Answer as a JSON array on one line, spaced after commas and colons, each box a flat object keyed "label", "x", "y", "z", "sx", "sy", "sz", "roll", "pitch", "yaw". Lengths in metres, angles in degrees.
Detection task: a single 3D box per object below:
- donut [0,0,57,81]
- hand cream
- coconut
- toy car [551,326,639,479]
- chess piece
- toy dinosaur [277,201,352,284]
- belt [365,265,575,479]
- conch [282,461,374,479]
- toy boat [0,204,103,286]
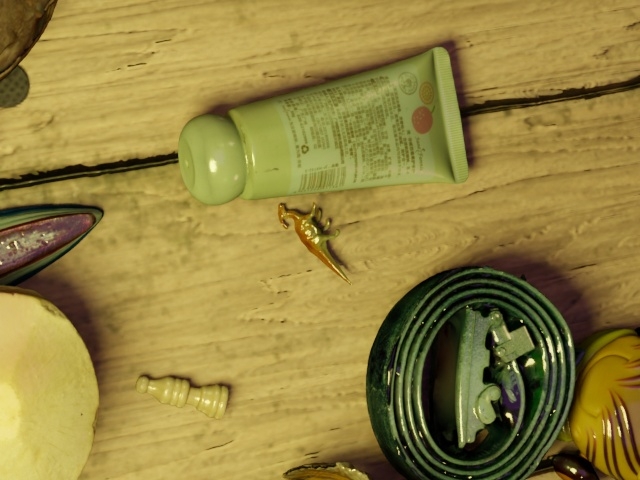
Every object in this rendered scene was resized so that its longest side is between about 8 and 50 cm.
[{"label": "donut", "x": -0.367, "y": -0.320, "z": 1.402, "sx": 0.259, "sy": 0.136, "sz": 0.345, "roll": -59, "pitch": 133, "yaw": -30}, {"label": "hand cream", "x": 0.007, "y": -0.106, "z": 1.580, "sx": 0.306, "sy": 0.093, "sz": 0.147, "roll": -11, "pitch": 94, "yaw": -19}, {"label": "coconut", "x": -0.302, "y": 0.151, "z": 1.411, "sx": 0.197, "sy": 0.237, "sz": 0.237, "roll": -8, "pitch": 91, "yaw": -18}, {"label": "toy car", "x": 0.371, "y": 0.207, "z": 1.655, "sx": 0.248, "sy": 0.142, "sz": 0.200, "roll": 34, "pitch": 79, "yaw": -15}, {"label": "chess piece", "x": -0.142, "y": 0.155, "z": 1.560, "sx": 0.092, "sy": 0.035, "sz": 0.035, "roll": 15, "pitch": 85, "yaw": -13}, {"label": "toy dinosaur", "x": 0.002, "y": -0.003, "z": 1.608, "sx": 0.113, "sy": 0.026, "sz": 0.041, "roll": 43, "pitch": 84, "yaw": -2}, {"label": "belt", "x": 0.151, "y": 0.159, "z": 1.606, "sx": 0.206, "sy": 0.116, "sz": 0.267, "roll": 17, "pitch": 81, "yaw": -13}, {"label": "conch", "x": 0.023, "y": 0.304, "z": 1.535, "sx": 0.178, "sy": 0.245, "sz": 0.163, "roll": 29, "pitch": 45, "yaw": 4}, {"label": "toy boat", "x": -0.317, "y": 0.012, "z": 1.505, "sx": 0.229, "sy": 0.046, "sz": 0.080, "roll": -20, "pitch": 96, "yaw": -14}]
